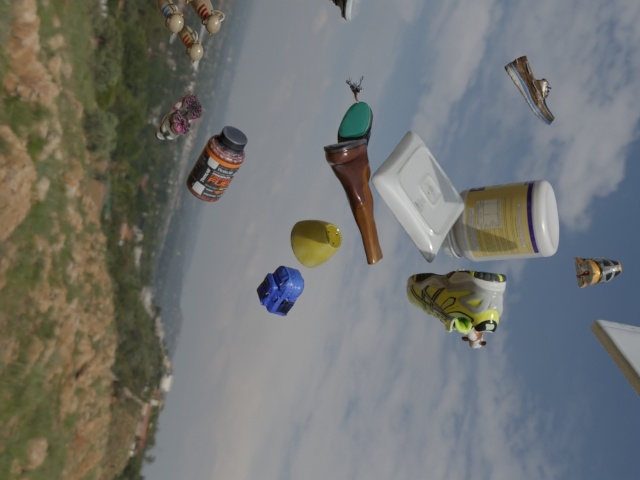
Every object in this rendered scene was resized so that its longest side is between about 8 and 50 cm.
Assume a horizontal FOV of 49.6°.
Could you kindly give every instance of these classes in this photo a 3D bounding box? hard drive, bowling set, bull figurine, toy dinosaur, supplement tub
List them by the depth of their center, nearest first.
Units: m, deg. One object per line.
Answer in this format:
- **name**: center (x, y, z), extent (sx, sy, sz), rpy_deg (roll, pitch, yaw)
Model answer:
- **bowling set**: center (-0.345, -0.587, 1.732), extent (0.154, 0.200, 0.287), rpy_deg (59, -46, 32)
- **supplement tub**: center (-0.263, -0.199, 1.788), extent (0.198, 0.106, 0.106), rpy_deg (-53, -159, 34)
- **hard drive**: center (0.897, 0.350, 1.834), extent (0.353, 0.233, 0.047), rpy_deg (-104, -150, -57)
- **toy dinosaur**: center (0.093, -0.446, 2.027), extent (0.082, 0.047, 0.090), rpy_deg (-165, -88, -74)
- **supplement tub**: center (0.563, -0.057, 2.192), extent (0.241, 0.332, 0.240), rpy_deg (16, 72, -60)
- **bull figurine**: center (0.550, 0.259, 2.607), extent (0.101, 0.310, 0.188), rpy_deg (-22, -156, 55)

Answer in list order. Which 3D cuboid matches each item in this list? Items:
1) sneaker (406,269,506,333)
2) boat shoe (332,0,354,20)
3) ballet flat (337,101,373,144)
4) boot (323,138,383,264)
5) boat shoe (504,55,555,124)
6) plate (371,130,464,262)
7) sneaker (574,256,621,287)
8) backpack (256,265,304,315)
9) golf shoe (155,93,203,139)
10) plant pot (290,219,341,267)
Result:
- **sneaker**: center (0.320, 0.159, 1.748), extent (0.385, 0.145, 0.147), rpy_deg (158, -62, -72)
- **boat shoe**: center (0.045, -0.629, 1.783), extent (0.065, 0.083, 0.183), rpy_deg (85, 6, -54)
- **ballet flat**: center (0.091, -0.268, 1.969), extent (0.096, 0.095, 0.280), rpy_deg (75, 25, -52)
- **boot**: center (0.079, -0.081, 1.579), extent (0.264, 0.096, 0.280), rpy_deg (4, 77, -86)
- **boat shoe**: center (0.526, -0.368, 1.693), extent (0.066, 0.183, 0.066), rpy_deg (-34, -171, 22)
- **plate**: center (0.274, -0.125, 1.821), extent (0.045, 0.277, 0.278), rpy_deg (-22, -160, 43)
- **sneaker**: center (0.730, 0.081, 1.839), extent (0.215, 0.083, 0.084), rpy_deg (-14, 94, -83)
- **backpack**: center (-0.106, 0.130, 1.863), extent (0.120, 0.101, 0.098), rpy_deg (-51, -137, 23)
- **golf shoe**: center (-0.361, -0.316, 1.760), extent (0.067, 0.086, 0.186), rpy_deg (62, 26, -26)
- **plant pot**: center (0.000, 0.000, 1.855), extent (0.095, 0.134, 0.134), rpy_deg (-16, -127, 39)
